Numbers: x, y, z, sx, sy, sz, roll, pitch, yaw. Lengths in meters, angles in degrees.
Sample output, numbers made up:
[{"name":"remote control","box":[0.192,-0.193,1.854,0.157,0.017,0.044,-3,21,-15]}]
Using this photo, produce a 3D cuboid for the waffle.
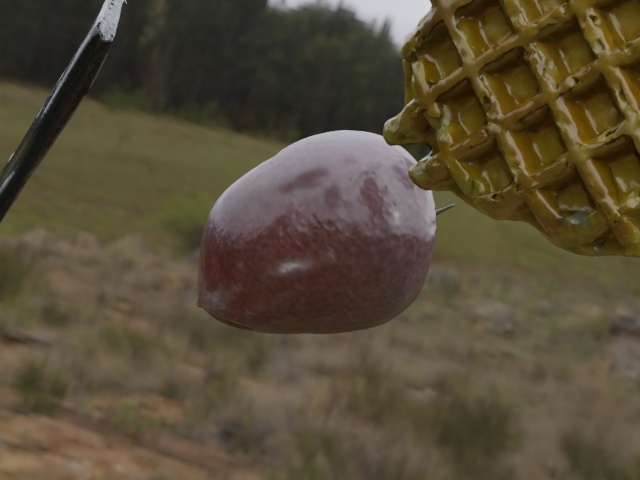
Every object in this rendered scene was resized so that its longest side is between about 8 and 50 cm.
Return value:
[{"name":"waffle","box":[0.233,-0.181,1.640,0.382,0.380,0.095,18,12,34]}]

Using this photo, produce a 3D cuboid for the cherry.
[{"name":"cherry","box":[0.000,0.000,1.954,0.307,0.221,0.261,-21,-15,-10]}]

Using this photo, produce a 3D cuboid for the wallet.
[{"name":"wallet","box":[-0.259,-0.097,1.624,0.030,0.285,0.146,29,21,-16]}]
